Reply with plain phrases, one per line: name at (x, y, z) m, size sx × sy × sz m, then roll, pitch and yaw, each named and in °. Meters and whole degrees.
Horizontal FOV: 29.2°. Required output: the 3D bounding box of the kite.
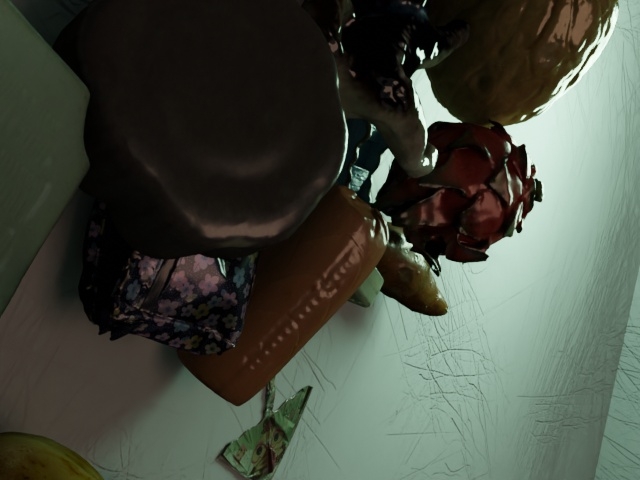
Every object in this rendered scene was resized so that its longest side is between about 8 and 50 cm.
kite at (-0.073, 0.252, 1.750) m, size 0.229 × 0.012 × 0.250 m, roll -29°, pitch 128°, yaw -52°

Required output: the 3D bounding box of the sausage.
sausage at (-0.041, 0.065, 1.510) m, size 0.304 × 0.121 × 0.121 m, roll -47°, pitch 148°, yaw 0°

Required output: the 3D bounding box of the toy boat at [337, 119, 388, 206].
toy boat at (0.076, -0.133, 1.732) m, size 0.075 × 0.077 × 0.185 m, roll 15°, pitch 92°, yaw -60°

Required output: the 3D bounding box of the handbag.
handbag at (-0.163, 0.010, 1.346) m, size 0.208 × 0.126 × 0.229 m, roll 25°, pitch 76°, yaw -46°

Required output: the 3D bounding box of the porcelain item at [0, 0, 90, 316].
porcelain item at (-0.341, -0.073, 0.975) m, size 0.281 × 0.157 × 0.286 m, roll -62°, pitch 150°, yaw -15°

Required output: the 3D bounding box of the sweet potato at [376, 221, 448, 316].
sweet potato at (0.113, 0.030, 1.853) m, size 0.359 × 0.112 × 0.112 m, roll 37°, pitch 73°, yaw -63°

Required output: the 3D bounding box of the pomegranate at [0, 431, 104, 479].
pomegranate at (-0.309, 0.290, 1.194) m, size 0.215 × 0.215 × 0.215 m, roll -35°, pitch 133°, yaw -48°

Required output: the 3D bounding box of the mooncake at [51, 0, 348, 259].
mooncake at (-0.124, -0.129, 1.213) m, size 0.306 × 0.154 × 0.306 m, roll 8°, pitch 75°, yaw -33°

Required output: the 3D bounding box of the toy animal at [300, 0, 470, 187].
toy animal at (0.062, -0.260, 1.505) m, size 0.303 × 0.194 × 0.344 m, roll 66°, pitch 31°, yaw -49°

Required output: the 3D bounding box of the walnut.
walnut at (0.275, -0.315, 1.777) m, size 0.252 × 0.277 × 0.313 m, roll 2°, pitch 145°, yaw -33°

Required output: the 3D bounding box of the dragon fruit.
dragon fruit at (0.185, -0.069, 1.731) m, size 0.274 × 0.193 × 0.192 m, roll -8°, pitch 143°, yaw -17°

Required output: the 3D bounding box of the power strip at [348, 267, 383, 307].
power strip at (0.000, 0.000, 1.657) m, size 0.053 × 0.093 × 0.288 m, roll -59°, pitch 149°, yaw -16°
